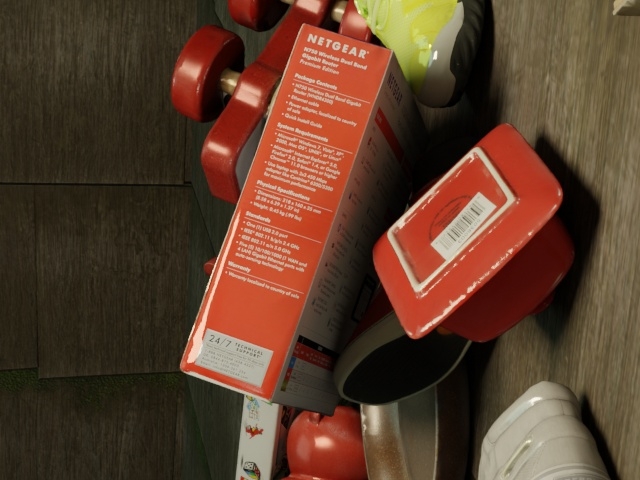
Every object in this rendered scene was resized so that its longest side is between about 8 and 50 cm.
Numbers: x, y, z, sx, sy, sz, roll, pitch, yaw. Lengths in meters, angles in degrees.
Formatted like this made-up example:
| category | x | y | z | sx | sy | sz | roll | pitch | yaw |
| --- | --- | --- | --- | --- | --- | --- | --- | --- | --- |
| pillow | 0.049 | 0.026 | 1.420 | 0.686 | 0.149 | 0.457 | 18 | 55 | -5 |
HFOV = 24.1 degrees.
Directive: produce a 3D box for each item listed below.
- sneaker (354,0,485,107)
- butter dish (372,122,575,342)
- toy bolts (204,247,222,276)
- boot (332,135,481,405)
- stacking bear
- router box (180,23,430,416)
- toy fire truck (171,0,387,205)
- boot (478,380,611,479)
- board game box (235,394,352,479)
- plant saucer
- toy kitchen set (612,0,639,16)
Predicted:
| category | x | y | z | sx | sy | sz | roll | pitch | yaw |
| --- | --- | --- | --- | --- | --- | --- | --- | --- | --- |
| sneaker | 0.056 | -0.277 | 1.435 | 0.145 | 0.147 | 0.385 | 107 | 156 | -51 |
| butter dish | 0.137 | 0.014 | 1.169 | 0.160 | 0.118 | 0.160 | -44 | 26 | 11 |
| toy bolts | -0.033 | 0.029 | 2.057 | 0.218 | 0.158 | 0.228 | 50 | 160 | -9 |
| boot | 0.086 | 0.025 | 1.363 | 0.244 | 0.088 | 0.176 | -50 | 34 | 35 |
| stacking bear | 0.000 | 0.330 | 1.717 | 0.175 | 0.164 | 0.289 | 24 | -105 | -57 |
| router box | 0.000 | 0.000 | 1.350 | 0.335 | 0.082 | 0.301 | 46 | -117 | -77 |
| toy fire truck | -0.023 | -0.156 | 1.598 | 0.302 | 0.169 | 0.254 | -61 | -19 | -22 |
| boot | 0.157 | 0.227 | 1.163 | 0.123 | 0.095 | 0.258 | -95 | 19 | -48 |
| board game box | -0.017 | 0.143 | 1.779 | 0.193 | 0.053 | 0.305 | -40 | -33 | -45 |
| plant saucer | 0.095 | 0.161 | 1.521 | 0.310 | 0.050 | 0.311 | 180 | 90 | -79 |
| toy kitchen set | 0.207 | -0.172 | 0.900 | 0.083 | 0.068 | 0.075 | 129 | 139 | -72 |
